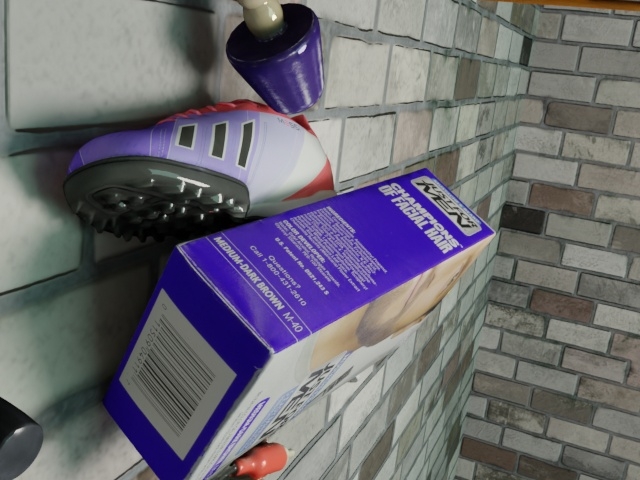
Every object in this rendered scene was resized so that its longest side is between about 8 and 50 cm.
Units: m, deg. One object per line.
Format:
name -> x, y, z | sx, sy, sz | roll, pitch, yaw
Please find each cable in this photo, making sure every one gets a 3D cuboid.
cable -> -0.098, 0.251, 0.694 | 0.287, 0.072, 0.140 | 34, 64, -67

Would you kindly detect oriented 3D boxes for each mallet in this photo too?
mallet -> -0.206, 0.179, 0.390 | 0.039, 0.062, 0.190 | 8, 95, -68

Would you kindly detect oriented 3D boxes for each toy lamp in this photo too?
toy lamp -> -0.062, -0.204, 0.473 | 0.080, 0.080, 0.275 | -65, 145, -30

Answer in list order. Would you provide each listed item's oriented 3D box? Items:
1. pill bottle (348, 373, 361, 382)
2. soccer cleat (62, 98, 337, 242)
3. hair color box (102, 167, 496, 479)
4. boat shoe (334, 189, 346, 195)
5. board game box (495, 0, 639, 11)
pill bottle -> 0.041, 0.088, 0.904 | 0.108, 0.107, 0.180 | 64, 43, -58
soccer cleat -> -0.082, -0.064, 0.548 | 0.318, 0.108, 0.117 | 0, 77, -64
hair color box -> 0.000, 0.060, 0.599 | 0.338, 0.110, 0.185 | -23, 152, -51
boat shoe -> 0.000, 0.000, 0.775 | 0.267, 0.088, 0.096 | -22, 122, -65
board game box -> 0.130, -0.417, 0.498 | 0.357, 0.356, 0.356 | -57, 151, -42
